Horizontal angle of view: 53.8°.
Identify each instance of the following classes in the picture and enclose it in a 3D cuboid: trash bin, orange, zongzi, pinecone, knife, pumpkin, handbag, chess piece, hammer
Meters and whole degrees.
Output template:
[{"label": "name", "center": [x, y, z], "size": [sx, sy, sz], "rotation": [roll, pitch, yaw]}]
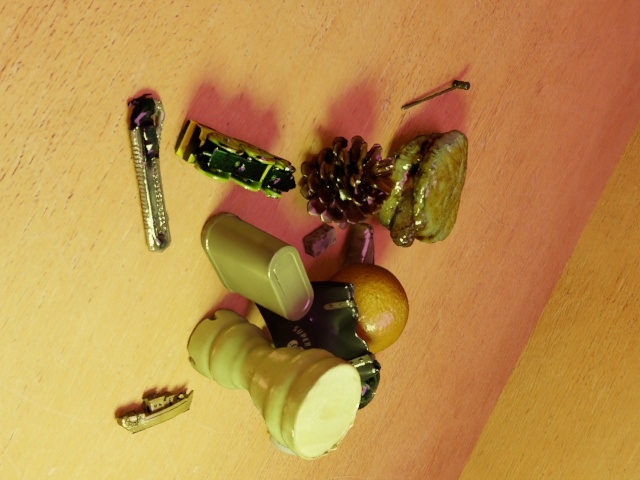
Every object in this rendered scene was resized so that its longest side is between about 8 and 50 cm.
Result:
[{"label": "trash bin", "center": [-0.152, 0.064, 1.545], "size": [0.121, 0.247, 0.243], "rotation": [-44, 135, -26]}, {"label": "orange", "center": [0.124, 0.198, 1.834], "size": [0.274, 0.274, 0.274], "rotation": [-24, 126, -39]}, {"label": "zongzi", "center": [0.147, 0.022, 1.992], "size": [0.176, 0.078, 0.160], "rotation": [1, 109, -59]}, {"label": "pinecone", "center": [0.081, -0.168, 1.690], "size": [0.264, 0.264, 0.264], "rotation": [-24, 126, -39]}, {"label": "knife", "center": [-0.360, -0.132, 1.373], "size": [0.089, 0.043, 0.365], "rotation": [-23, 125, -38]}, {"label": "pumpkin", "center": [0.123, 0.484, 2.138], "size": [0.190, 0.146, 0.190], "rotation": [20, 90, -86]}, {"label": "handbag", "center": [0.001, 0.262, 1.694], "size": [0.152, 0.288, 0.342], "rotation": [-24, 94, -59]}, {"label": "chess piece", "center": [-0.134, 0.326, 1.543], "size": [0.234, 0.442, 0.234], "rotation": [-22, 121, -42]}, {"label": "hammer", "center": [0.362, -0.459, 2.004], "size": [0.292, 0.058, 0.029], "rotation": [-27, 122, -31]}]

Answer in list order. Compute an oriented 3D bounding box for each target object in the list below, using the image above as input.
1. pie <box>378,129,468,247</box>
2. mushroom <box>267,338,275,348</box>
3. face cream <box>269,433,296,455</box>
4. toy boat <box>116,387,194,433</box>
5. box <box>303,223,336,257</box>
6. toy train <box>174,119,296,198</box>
[{"label": "pie", "center": [0.359, -0.176, 2.050], "size": [0.418, 0.180, 0.395], "rotation": [-12, 120, -54]}, {"label": "mushroom", "center": [-0.156, 0.349, 1.792], "size": [0.148, 0.112, 0.148], "rotation": [-21, 127, -30]}, {"label": "face cream", "center": [-0.039, 0.467, 1.957], "size": [0.145, 0.145, 0.370], "rotation": [9, 102, -49]}, {"label": "toy boat", "center": [-0.412, 0.419, 1.588], "size": [0.206, 0.064, 0.072], "rotation": [-16, 103, -45]}, {"label": "box", "center": [0.000, 0.000, 1.836], "size": [0.098, 0.045, 0.062], "rotation": [-39, 135, -30]}, {"label": "toy train", "center": [-0.184, -0.182, 1.454], "size": [0.296, 0.160, 0.100], "rotation": [15, 107, -48]}]
